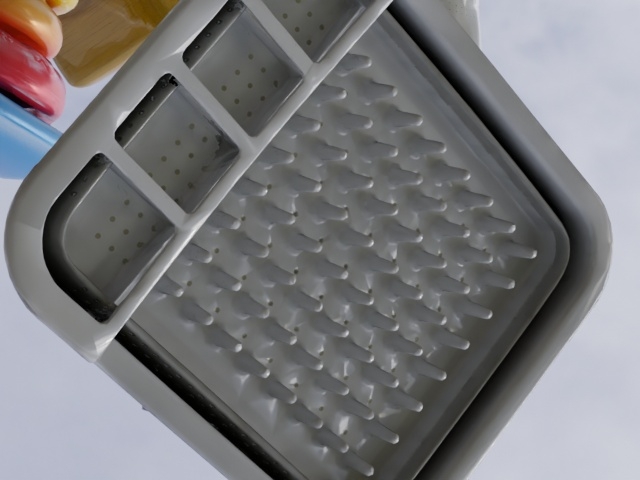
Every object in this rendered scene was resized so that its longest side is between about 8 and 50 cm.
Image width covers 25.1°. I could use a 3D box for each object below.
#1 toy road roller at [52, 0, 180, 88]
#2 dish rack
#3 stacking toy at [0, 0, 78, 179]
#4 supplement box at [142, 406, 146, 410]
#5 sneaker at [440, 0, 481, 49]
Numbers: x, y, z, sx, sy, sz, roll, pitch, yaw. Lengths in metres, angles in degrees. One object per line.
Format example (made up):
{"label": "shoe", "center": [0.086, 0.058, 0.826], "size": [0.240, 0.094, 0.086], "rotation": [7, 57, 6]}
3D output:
{"label": "toy road roller", "center": [-0.205, -0.292, 1.344], "size": [0.202, 0.241, 0.329], "rotation": [-25, -167, 34]}
{"label": "dish rack", "center": [0.000, 0.000, 0.832], "size": [0.285, 0.333, 0.072], "rotation": [-52, -153, -14]}
{"label": "stacking toy", "center": [-0.208, -0.205, 0.925], "size": [0.175, 0.166, 0.302], "rotation": [14, -101, 28]}
{"label": "supplement box", "center": [-0.068, 0.086, 0.928], "size": [0.083, 0.055, 0.043], "rotation": [5, -179, -39]}
{"label": "sneaker", "center": [0.091, -0.241, 1.127], "size": [0.095, 0.090, 0.235], "rotation": [-20, -100, 30]}
